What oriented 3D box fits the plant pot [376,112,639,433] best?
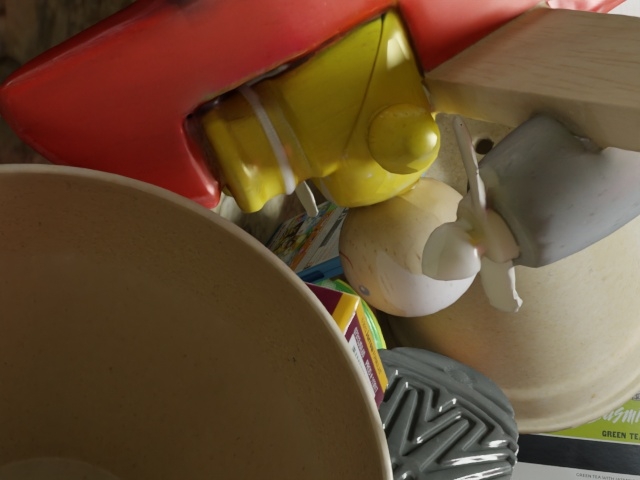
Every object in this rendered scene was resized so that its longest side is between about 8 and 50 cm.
[{"bbox_3d":[0.177,-0.017,0.932,0.334,0.333,0.305,-69,154,-20],"label":"plant pot"}]

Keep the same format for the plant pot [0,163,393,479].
[{"bbox_3d":[-0.127,0.135,0.430,0.191,0.284,0.284,111,5,-59],"label":"plant pot"}]

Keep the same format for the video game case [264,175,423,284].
[{"bbox_3d":[0.000,0.000,0.767,0.015,0.166,0.119,50,45,-17],"label":"video game case"}]

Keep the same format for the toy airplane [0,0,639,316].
[{"bbox_3d":[0.066,-0.092,0.571,0.386,0.384,0.273,-34,121,-61],"label":"toy airplane"}]

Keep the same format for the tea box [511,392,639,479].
[{"bbox_3d":[0.281,0.169,1.206,0.220,0.328,0.324,-7,99,-66],"label":"tea box"}]

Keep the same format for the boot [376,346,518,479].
[{"bbox_3d":[-0.026,0.333,0.718,0.367,0.146,0.445,-41,154,-54],"label":"boot"}]

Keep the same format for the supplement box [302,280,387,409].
[{"bbox_3d":[-0.065,0.070,0.590,0.081,0.188,0.104,-62,152,-29],"label":"supplement box"}]

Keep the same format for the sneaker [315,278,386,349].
[{"bbox_3d":[-0.016,0.177,0.858,0.123,0.109,0.296,8,94,-71],"label":"sneaker"}]
